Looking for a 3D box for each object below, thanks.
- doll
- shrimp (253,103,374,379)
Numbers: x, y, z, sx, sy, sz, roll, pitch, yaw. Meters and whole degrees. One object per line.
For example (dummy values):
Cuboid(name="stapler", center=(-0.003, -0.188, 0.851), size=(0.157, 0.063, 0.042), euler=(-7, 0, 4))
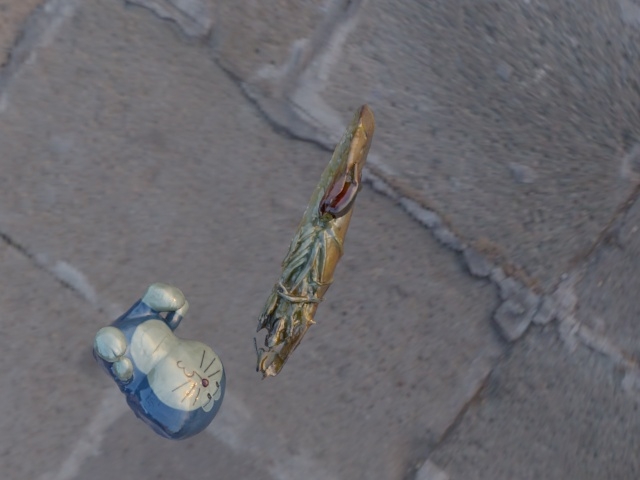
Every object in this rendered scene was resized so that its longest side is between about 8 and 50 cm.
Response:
Cuboid(name="doll", center=(-0.088, 0.071, 0.833), size=(0.083, 0.076, 0.050), euler=(48, 137, -7))
Cuboid(name="shrimp", center=(0.001, 0.001, 0.880), size=(0.034, 0.124, 0.178), euler=(23, 83, -3))
